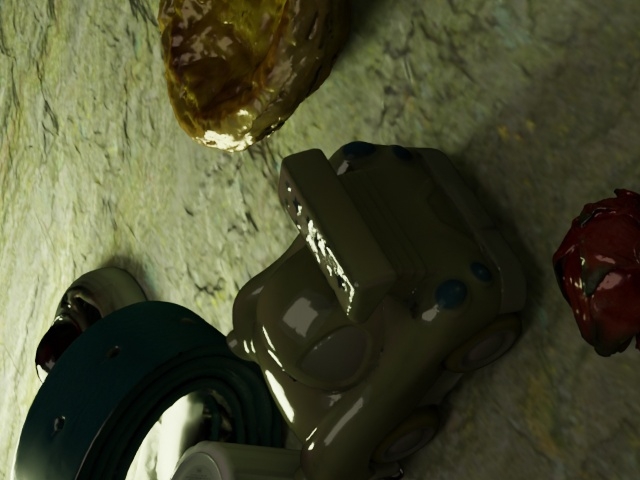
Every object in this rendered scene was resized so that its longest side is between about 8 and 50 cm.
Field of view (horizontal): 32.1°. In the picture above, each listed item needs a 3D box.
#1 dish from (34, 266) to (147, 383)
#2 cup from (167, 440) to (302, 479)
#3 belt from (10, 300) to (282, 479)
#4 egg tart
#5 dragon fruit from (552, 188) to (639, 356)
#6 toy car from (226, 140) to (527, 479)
[{"bbox_3d":[-0.365,0.179,1.688,0.273,0.134,0.273,5,96,50],"label":"dish"},{"bbox_3d":[-0.060,0.331,1.212,0.167,0.202,0.221,-7,70,52],"label":"cup"},{"bbox_3d":[-0.212,0.295,1.361,0.173,0.300,0.436,27,114,48],"label":"belt"},{"bbox_3d":[-0.067,-0.265,1.277,0.341,0.129,0.341,4,95,53],"label":"egg tart"},{"bbox_3d":[0.252,0.028,0.909,0.121,0.130,0.142,1,92,19],"label":"dragon fruit"},{"bbox_3d":[0.020,0.082,1.110,0.336,0.226,0.242,-56,51,36],"label":"toy car"}]
